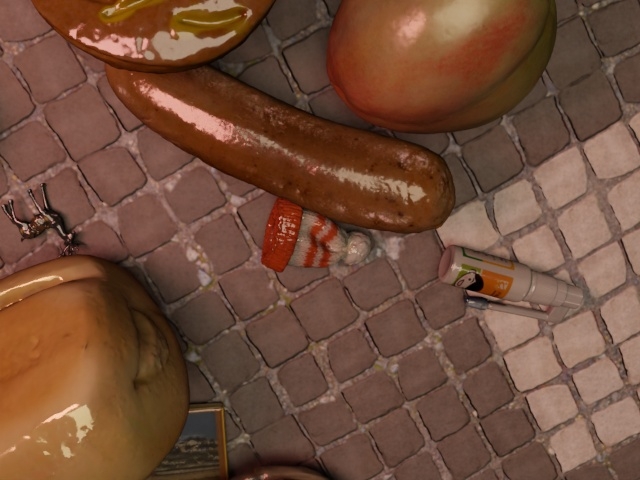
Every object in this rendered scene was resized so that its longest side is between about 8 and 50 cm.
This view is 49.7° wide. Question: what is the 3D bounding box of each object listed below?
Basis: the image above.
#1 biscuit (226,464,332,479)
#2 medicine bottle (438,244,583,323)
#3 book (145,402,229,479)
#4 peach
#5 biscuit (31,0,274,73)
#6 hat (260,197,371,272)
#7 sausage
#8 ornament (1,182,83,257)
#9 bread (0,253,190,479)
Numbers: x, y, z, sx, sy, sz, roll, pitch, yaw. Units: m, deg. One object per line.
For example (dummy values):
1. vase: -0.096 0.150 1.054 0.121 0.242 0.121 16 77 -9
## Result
1. biscuit: -0.076 0.508 1.076 0.332 0.103 0.332 -2 102 -12
2. medicine bottle: 0.287 0.074 1.060 0.221 0.061 0.092 15 124 -8
3. book: -0.274 0.441 1.095 0.263 0.028 0.374 -3 102 -5
4. peach: 0.147 -0.252 0.860 0.292 0.292 0.247 -33 86 2
5. biscuit: -0.181 -0.387 0.771 0.350 0.070 0.394 17 87 1
6. hat: 0.000 0.000 1.000 0.162 0.093 0.112 14 114 -14
7. sausage: -0.061 -0.129 0.919 0.501 0.123 0.136 23 128 4
8. ornament: -0.394 -0.013 0.989 0.073 0.028 0.125 -31 101 1
9. bread: -0.367 0.214 0.905 0.376 0.348 0.253 -30 134 -1
